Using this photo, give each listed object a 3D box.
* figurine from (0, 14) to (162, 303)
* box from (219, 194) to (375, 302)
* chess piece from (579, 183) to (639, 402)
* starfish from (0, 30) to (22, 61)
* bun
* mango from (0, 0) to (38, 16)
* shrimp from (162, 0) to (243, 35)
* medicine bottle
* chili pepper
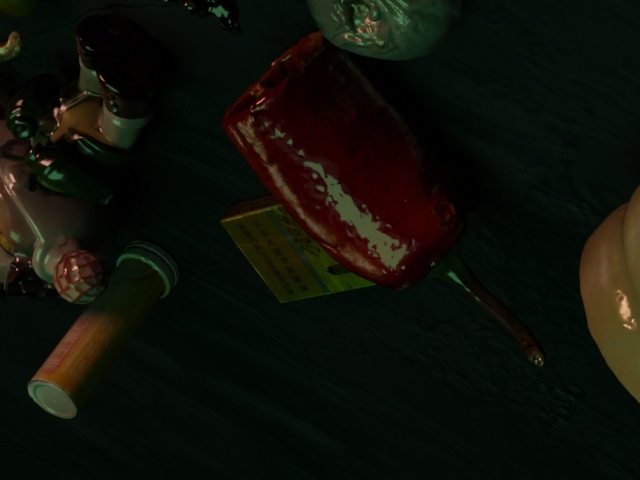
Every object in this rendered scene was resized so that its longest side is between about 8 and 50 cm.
[{"bbox_3d":[-0.270,-0.070,1.258,0.281,0.167,0.370,57,135,20],"label":"figurine"},{"bbox_3d":[0.000,0.000,1.243,0.193,0.030,0.121,-13,123,41],"label":"box"},{"bbox_3d":[0.387,-0.044,0.807,0.234,0.234,0.442,34,136,-2],"label":"chess piece"},{"bbox_3d":[-0.466,-0.236,1.116,0.293,0.084,0.301,12,-170,-41],"label":"starfish"},{"bbox_3d":[0.043,-0.200,0.965,0.141,0.083,0.141,21,139,19],"label":"bun"},{"bbox_3d":[-0.310,-0.259,1.165,0.073,0.056,0.108,1,141,33],"label":"mango"},{"bbox_3d":[-0.118,-0.301,0.934,0.289,0.178,0.075,48,-178,-12],"label":"shrimp"},{"bbox_3d":[-0.239,0.098,1.355,0.074,0.218,0.074,18,139,16],"label":"medicine bottle"},{"bbox_3d":[0.065,-0.023,1.088,0.338,0.134,0.131,46,136,-12],"label":"chili pepper"}]
